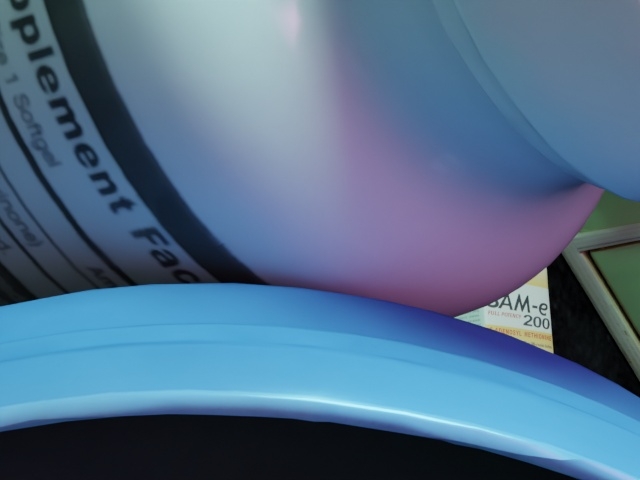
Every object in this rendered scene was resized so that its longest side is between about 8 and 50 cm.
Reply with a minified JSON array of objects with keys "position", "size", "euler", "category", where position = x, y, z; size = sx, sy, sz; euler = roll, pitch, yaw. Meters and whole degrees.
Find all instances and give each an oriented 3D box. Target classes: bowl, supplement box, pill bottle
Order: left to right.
[{"position":[-0.042,-0.070,0.519],"size":[0.210,0.363,0.210],"euler":[18,66,-48],"category":"pill bottle"},{"position":[-0.027,0.184,0.481],"size":[0.391,0.391,0.077],"euler":[57,14,-25],"category":"bowl"},{"position":[0.084,0.050,0.910],"size":[0.062,0.036,0.098],"euler":[10,73,-51],"category":"supplement box"}]

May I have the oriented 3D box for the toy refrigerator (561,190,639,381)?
[{"position":[0.197,-0.005,1.014],"size":[0.269,0.102,0.094],"euler":[56,43,-27],"category":"toy refrigerator"}]
